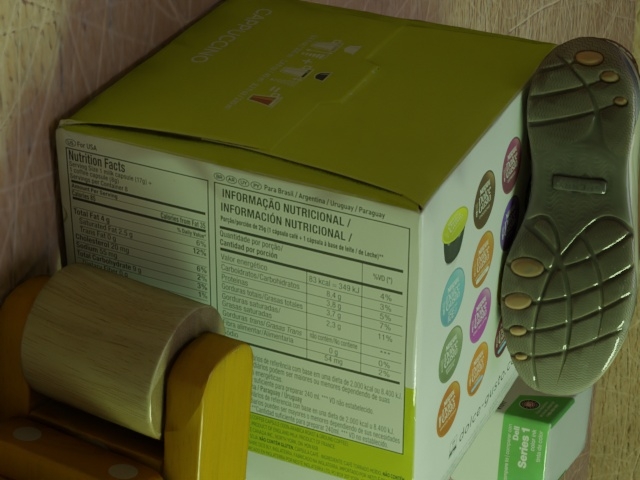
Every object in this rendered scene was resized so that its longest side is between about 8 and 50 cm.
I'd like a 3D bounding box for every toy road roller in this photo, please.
[{"bbox_3d":[-0.200,0.207,1.313,0.240,0.202,0.330,-33,134,-56],"label":"toy road roller"}]

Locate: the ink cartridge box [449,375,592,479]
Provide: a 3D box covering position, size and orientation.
[{"bbox_3d":[0.203,0.234,2.195,0.201,0.278,0.117,-30,127,-60],"label":"ink cartridge box"}]

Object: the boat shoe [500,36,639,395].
[{"bbox_3d":[0.238,-0.021,1.441,0.116,0.123,0.324,-30,131,-64],"label":"boat shoe"}]

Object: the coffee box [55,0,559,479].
[{"bbox_3d":[0.000,0.000,1.485,0.337,0.338,0.334,-47,144,-50],"label":"coffee box"}]
